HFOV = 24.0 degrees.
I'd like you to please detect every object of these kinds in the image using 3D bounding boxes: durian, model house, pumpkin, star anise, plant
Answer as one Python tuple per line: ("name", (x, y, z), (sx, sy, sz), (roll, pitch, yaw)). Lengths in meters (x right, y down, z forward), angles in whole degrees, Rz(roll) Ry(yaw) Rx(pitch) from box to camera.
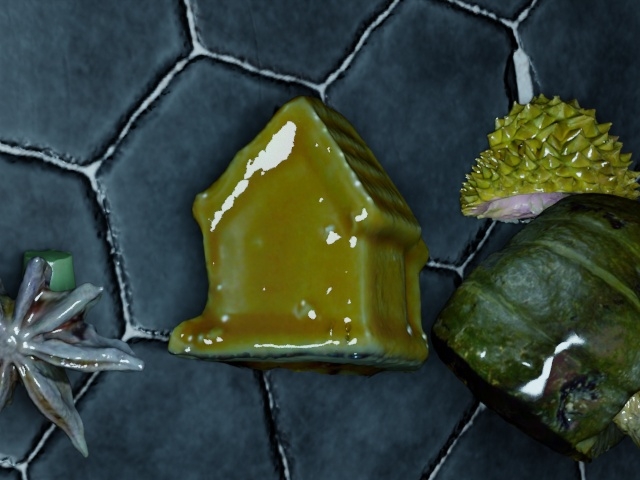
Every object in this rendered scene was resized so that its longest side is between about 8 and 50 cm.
("durian", (0.241, -0.066, 1.529), (0.182, 0.165, 0.132), (20, 119, -8))
("model house", (-0.001, 0.001, 1.343), (0.268, 0.173, 0.239), (19, 70, -68))
("pumpkin", (0.269, 0.082, 1.417), (0.232, 0.242, 0.325), (-49, 164, 13))
("star anise", (-0.240, 0.087, 1.186), (0.205, 0.061, 0.180), (-3, 104, 1))
("plant", (-0.223, 0.060, 1.234), (0.051, 0.051, 0.102), (-8, 108, -36))
